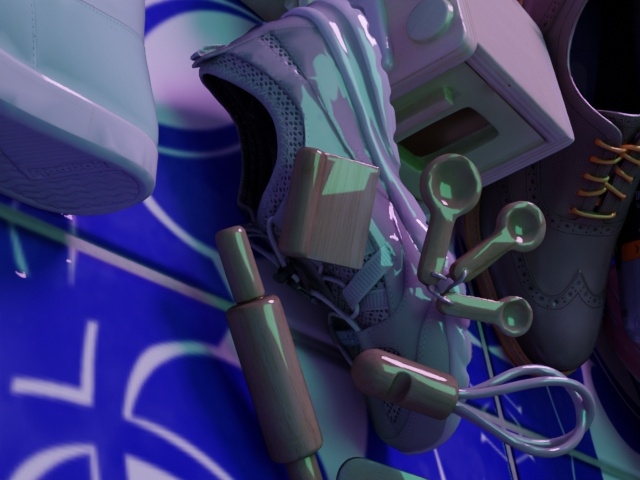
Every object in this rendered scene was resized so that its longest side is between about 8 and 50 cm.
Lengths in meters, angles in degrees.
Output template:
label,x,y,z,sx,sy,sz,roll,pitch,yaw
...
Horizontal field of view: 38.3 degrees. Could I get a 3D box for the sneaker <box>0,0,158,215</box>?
label,x,y,z,sx,sy,sz,roll,pitch,yaw
sneaker,-0.161,-0.119,0.359,0.256,0.094,0.151,35,44,-56

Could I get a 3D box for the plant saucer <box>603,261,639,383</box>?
label,x,y,z,sx,sy,sz,roll,pitch,yaw
plant saucer,0.441,0.156,1.039,0.332,0.084,0.332,36,18,-13

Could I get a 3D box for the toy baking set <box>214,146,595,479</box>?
label,x,y,z,sx,sy,sz,roll,pitch,yaw
toy baking set,0.055,0.067,0.502,0.196,0.030,0.256,-13,91,-16

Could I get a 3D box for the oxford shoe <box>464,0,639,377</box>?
label,x,y,z,sx,sy,sz,roll,pitch,yaw
oxford shoe,0.208,-0.058,0.774,0.129,0.132,0.364,-3,93,-22

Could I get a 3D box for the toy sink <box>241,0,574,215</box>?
label,x,y,z,sx,sy,sz,roll,pitch,yaw
toy sink,0.057,-0.131,0.670,0.234,0.152,0.131,31,42,-45

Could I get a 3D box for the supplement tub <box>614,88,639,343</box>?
label,x,y,z,sx,sy,sz,roll,pitch,yaw
supplement tub,0.362,-0.079,0.828,0.207,0.207,0.338,9,75,-56

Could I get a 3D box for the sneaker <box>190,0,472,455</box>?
label,x,y,z,sx,sy,sz,roll,pitch,yaw
sneaker,0.000,0.000,0.560,0.115,0.105,0.281,-18,86,-26
